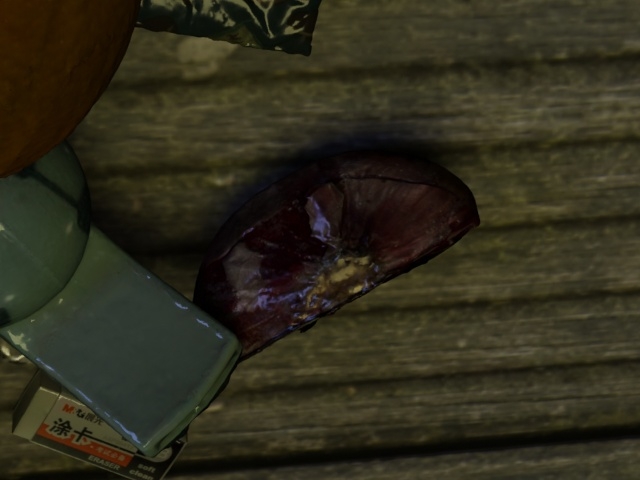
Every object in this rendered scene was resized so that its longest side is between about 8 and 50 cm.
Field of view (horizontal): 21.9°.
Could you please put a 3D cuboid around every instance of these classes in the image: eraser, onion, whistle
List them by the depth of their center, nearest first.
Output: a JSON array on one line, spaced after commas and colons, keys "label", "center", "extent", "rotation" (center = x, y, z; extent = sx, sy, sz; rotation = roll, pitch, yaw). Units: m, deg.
[{"label": "whistle", "center": [-0.191, 0.003, 1.031], "extent": [0.290, 0.163, 0.163], "rotation": [35, 119, 16]}, {"label": "onion", "center": [0.000, 0.000, 1.117], "extent": [0.206, 0.151, 0.098], "rotation": [-30, 88, 2]}, {"label": "eraser", "center": [-0.162, 0.138, 1.221], "extent": [0.122, 0.029, 0.052], "rotation": [24, 116, -21]}]

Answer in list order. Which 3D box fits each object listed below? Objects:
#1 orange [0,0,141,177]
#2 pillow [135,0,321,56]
[{"label": "orange", "center": [-0.223, -0.158, 0.880], "extent": [0.274, 0.274, 0.274], "rotation": [-4, 123, -6]}, {"label": "pillow", "center": [-0.069, -0.238, 0.981], "extent": [0.189, 0.034, 0.255], "rotation": [10, 119, -7]}]
